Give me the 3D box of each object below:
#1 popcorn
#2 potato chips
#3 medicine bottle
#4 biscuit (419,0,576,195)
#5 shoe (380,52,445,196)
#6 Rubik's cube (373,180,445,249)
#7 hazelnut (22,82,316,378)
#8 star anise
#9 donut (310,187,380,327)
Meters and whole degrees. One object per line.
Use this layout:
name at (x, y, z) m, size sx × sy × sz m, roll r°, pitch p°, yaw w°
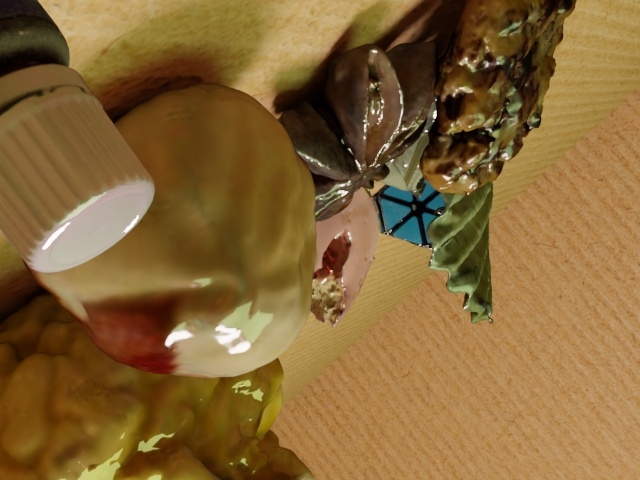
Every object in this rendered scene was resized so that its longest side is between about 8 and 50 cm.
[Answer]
popcorn at (-0.226, 0.212, 1.063) m, size 0.390 × 0.354 × 0.344 m, roll 17°, pitch 142°, yaw -24°
potato chips at (0.237, -0.059, 1.542) m, size 0.389 × 0.097 × 0.373 m, roll -38°, pitch 132°, yaw -72°
medicine bottle at (-0.157, -0.081, 0.455) m, size 0.083 × 0.203 × 0.083 m, roll -38°, pitch 170°, yaw -8°
biscuit at (0.221, -0.203, 1.157) m, size 0.289 × 0.081 × 0.334 m, roll -5°, pitch 119°, yaw -66°
shoe at (0.152, -0.156, 1.307) m, size 0.275 × 0.098 × 0.103 m, roll -50°, pitch -168°, yaw 49°
Rubik's cube at (0.177, -0.110, 1.741) m, size 0.190 × 0.211 × 0.178 m, roll -81°, pitch -170°, yaw -59°
hazelnut at (-0.123, -0.013, 0.864) m, size 0.261 × 0.261 × 0.241 m, roll -36°, pitch -160°, yaw -11°
star anise at (0.014, -0.104, 1.122) m, size 0.315 × 0.108 × 0.315 m, roll -34°, pitch 169°, yaw -7°
donut at (0.000, 0.000, 1.364) m, size 0.233 × 0.085 × 0.199 m, roll 43°, pitch 68°, yaw -57°
